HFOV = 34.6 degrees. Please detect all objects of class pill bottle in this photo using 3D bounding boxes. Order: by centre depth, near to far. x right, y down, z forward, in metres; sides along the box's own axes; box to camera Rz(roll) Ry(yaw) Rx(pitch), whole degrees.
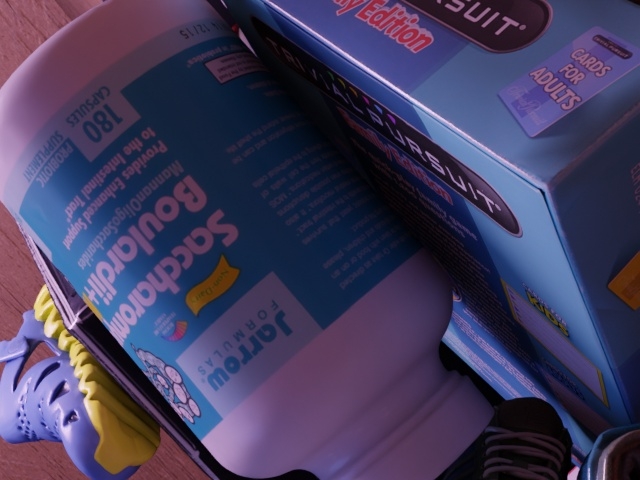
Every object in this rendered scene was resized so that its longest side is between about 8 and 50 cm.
[{"bbox_3d":[-0.035,0.013,0.511,0.264,0.146,0.146,48,173,6],"label":"pill bottle"}]

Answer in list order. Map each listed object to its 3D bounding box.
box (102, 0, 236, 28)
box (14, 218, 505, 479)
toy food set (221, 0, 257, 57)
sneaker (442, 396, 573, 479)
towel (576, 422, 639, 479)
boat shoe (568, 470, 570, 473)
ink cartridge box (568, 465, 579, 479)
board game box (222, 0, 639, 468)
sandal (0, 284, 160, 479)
[{"bbox_3d":[-0.095,-0.176,0.762,0.158,0.093,0.156,40,168,50],"label":"box"},{"bbox_3d":[-0.076,0.078,1.174,0.480,0.297,0.472,54,170,-29],"label":"box"},{"bbox_3d":[-0.043,-0.063,0.659,0.111,0.104,0.232,-7,-98,-72],"label":"toy food set"},{"bbox_3d":[0.090,0.117,0.511,0.064,0.086,0.192,19,173,11],"label":"sneaker"},{"bbox_3d":[0.188,0.240,0.485,0.370,0.040,0.271,60,-172,-67],"label":"towel"},{"bbox_3d":[0.255,0.311,1.081,0.110,0.121,0.341,52,174,-25],"label":"boat shoe"},{"bbox_3d":[0.257,0.328,0.786,0.283,0.207,0.117,50,172,-8],"label":"ink cartridge box"},{"bbox_3d":[0.097,-0.004,0.520,0.254,0.079,0.336,43,171,44],"label":"board game box"},{"bbox_3d":[-0.258,0.158,1.021,0.126,0.138,0.317,56,169,-27],"label":"sandal"}]
